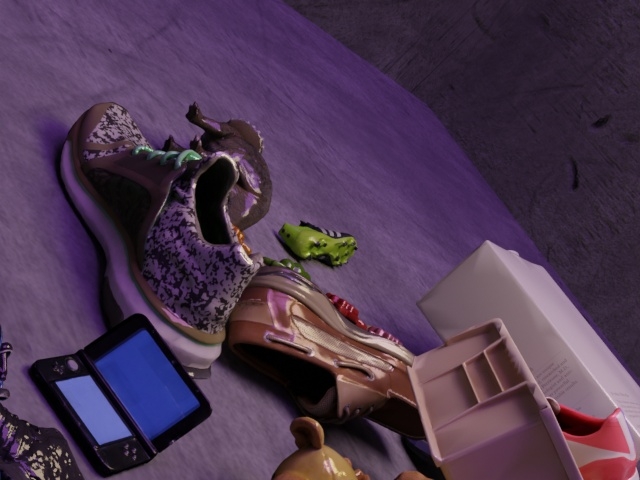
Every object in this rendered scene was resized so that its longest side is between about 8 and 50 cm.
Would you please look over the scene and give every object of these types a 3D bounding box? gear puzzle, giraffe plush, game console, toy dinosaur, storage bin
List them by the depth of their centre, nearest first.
[{"bbox_3d":[-0.175,0.132,0.977,0.122,0.071,0.107,51,17,15],"label":"game console"},{"bbox_3d":[0.016,0.257,1.030,0.170,0.181,0.210,35,16,25],"label":"giraffe plush"},{"bbox_3d":[0.207,0.253,1.171,0.260,0.123,0.262,-96,160,-73],"label":"storage bin"},{"bbox_3d":[-0.031,0.056,1.395,0.339,0.044,0.175,38,-13,-25],"label":"gear puzzle"},{"bbox_3d":[-0.124,-0.097,1.542,0.160,0.121,0.313,17,27,-33],"label":"toy dinosaur"}]

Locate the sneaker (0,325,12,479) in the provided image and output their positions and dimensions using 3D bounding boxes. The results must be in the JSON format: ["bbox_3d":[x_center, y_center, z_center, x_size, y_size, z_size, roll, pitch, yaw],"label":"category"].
[{"bbox_3d":[-0.255,0.123,0.679,0.330,0.147,0.130,52,18,17],"label":"sneaker"}]

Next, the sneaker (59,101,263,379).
[{"bbox_3d":[-0.157,-0.042,1.223,0.158,0.182,0.410,29,24,-45],"label":"sneaker"}]

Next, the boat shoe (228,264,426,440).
[{"bbox_3d":[0.011,0.161,1.315,0.324,0.123,0.119,36,50,-23],"label":"boat shoe"}]

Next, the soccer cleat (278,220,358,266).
[{"bbox_3d":[0.000,0.000,1.725,0.072,0.060,0.179,40,13,25],"label":"soccer cleat"}]

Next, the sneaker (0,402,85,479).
[{"bbox_3d":[-0.231,0.157,0.829,0.170,0.051,0.089,55,18,12],"label":"sneaker"}]

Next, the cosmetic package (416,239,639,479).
[{"bbox_3d":[0.332,0.198,1.581,0.217,0.156,0.385,23,27,-52],"label":"cosmetic package"}]

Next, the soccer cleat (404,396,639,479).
[{"bbox_3d":[0.245,0.242,1.391,0.109,0.318,0.116,-26,114,-46],"label":"soccer cleat"}]
